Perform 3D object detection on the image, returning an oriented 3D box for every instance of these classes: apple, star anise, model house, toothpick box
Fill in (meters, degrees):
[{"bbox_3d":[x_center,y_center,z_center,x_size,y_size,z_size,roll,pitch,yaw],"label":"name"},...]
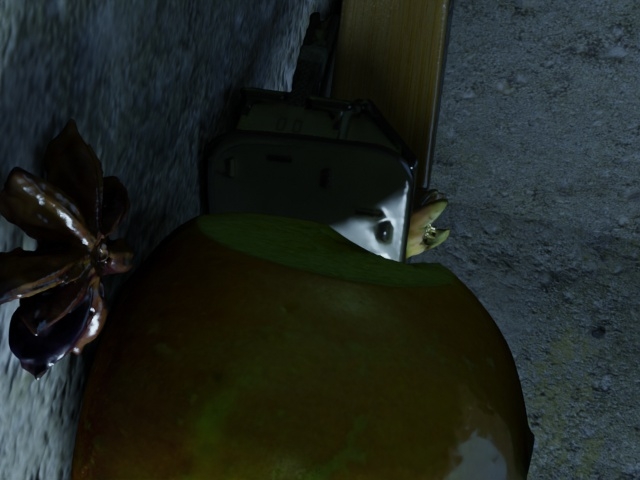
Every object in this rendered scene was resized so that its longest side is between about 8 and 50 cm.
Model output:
[{"bbox_3d":[-0.006,0.150,0.872,0.384,0.374,0.374,-71,169,-49],"label":"apple"},{"bbox_3d":[-0.157,0.007,0.668,0.168,0.057,0.168,13,90,-82],"label":"star anise"},{"bbox_3d":[0.002,-0.098,1.150,0.279,0.204,0.218,-79,176,-47],"label":"model house"},{"bbox_3d":[0.089,-0.202,1.509,0.187,0.190,0.308,25,73,-87],"label":"toothpick box"}]

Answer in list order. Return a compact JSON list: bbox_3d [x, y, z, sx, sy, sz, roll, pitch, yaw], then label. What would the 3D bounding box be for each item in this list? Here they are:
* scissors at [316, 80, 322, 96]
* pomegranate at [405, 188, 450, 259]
[{"bbox_3d":[-0.037,-0.121,1.351,0.109,0.022,0.300,86,18,-59],"label":"scissors"},{"bbox_3d":[0.038,0.000,1.354,0.246,0.198,0.198,-40,178,12],"label":"pomegranate"}]
